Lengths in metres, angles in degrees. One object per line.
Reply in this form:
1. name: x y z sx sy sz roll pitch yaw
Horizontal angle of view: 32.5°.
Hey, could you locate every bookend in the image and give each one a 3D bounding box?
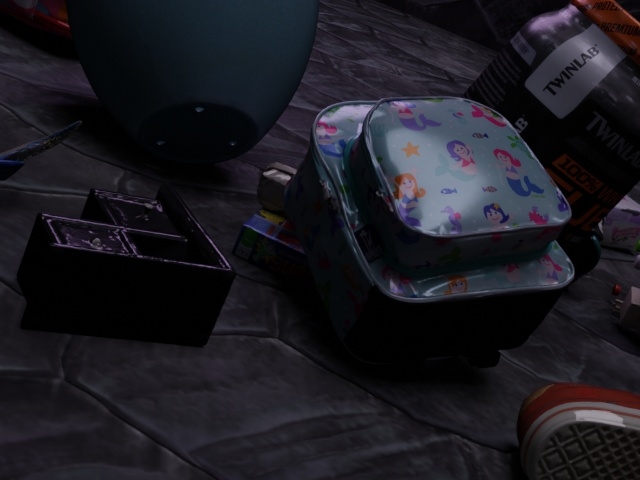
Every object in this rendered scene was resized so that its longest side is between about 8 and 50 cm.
1. bookend: -0.174 0.007 0.888 0.156 0.072 0.157 10 24 -34

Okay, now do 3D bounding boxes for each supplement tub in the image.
1. supplement tub: 0.240 -0.100 1.203 0.207 0.338 0.207 35 20 -15

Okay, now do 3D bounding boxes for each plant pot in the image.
1. plant pot: -0.140 -0.201 1.223 0.290 0.290 0.195 12 60 -31

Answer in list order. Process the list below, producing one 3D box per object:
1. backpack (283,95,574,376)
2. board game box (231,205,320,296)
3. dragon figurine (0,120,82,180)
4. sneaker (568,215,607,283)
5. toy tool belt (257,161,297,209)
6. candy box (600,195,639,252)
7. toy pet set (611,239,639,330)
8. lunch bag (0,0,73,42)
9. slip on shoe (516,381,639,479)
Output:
1. backpack: 0.091 -0.028 1.021 0.225 0.191 0.253 -4 45 -28
2. board game box: 0.000 0.000 1.160 0.136 0.035 0.201 26 20 5
3. dragon figurine: -0.292 -0.044 0.860 0.144 0.085 0.289 39 25 33
4. sneaker: 0.322 0.000 1.443 0.121 0.108 0.302 36 31 26
5. toy tool belt: -0.023 -0.051 1.135 0.083 0.052 0.051 24 29 0
6. candy box: 0.405 -0.067 1.742 0.164 0.070 0.196 11 23 -32
7. toy pet set: 0.417 0.062 1.371 0.065 0.122 0.114 18 39 3
8. lunch bag: -0.373 -0.370 1.528 0.293 0.120 0.258 30 16 16
9. slip on shoe: 0.317 0.191 0.940 0.331 0.123 0.101 15 18 -12
